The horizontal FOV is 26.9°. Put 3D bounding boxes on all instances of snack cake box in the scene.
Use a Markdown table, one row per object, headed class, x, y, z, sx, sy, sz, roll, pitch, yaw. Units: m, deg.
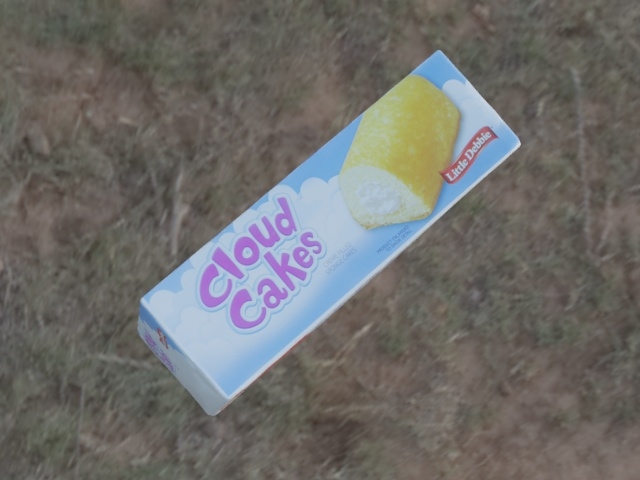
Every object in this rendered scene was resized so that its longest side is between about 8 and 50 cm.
| class | x | y | z | sx | sy | sz | roll | pitch | yaw |
| --- | --- | --- | --- | --- | --- | --- | --- | --- | --- |
| snack cake box | 0.000 | 0.000 | 0.930 | 0.264 | 0.152 | 0.089 | -41 | 89 | -14 |
